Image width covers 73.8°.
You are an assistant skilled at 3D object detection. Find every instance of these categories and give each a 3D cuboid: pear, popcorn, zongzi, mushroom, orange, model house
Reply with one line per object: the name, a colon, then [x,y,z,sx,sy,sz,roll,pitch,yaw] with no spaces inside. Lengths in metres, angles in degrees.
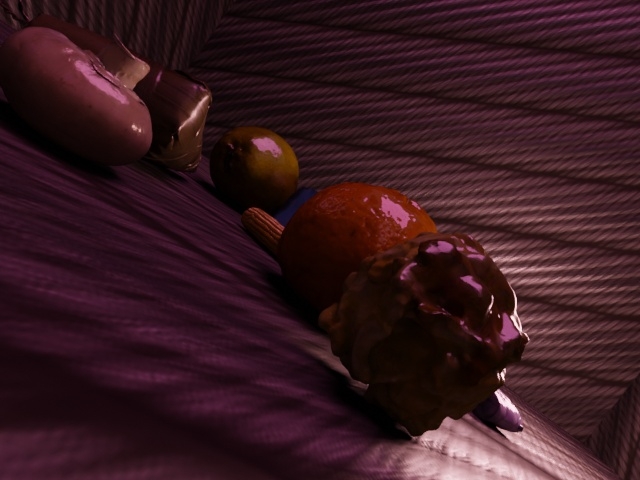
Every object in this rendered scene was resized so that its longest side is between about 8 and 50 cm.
pear: [-0.246,-0.265,1.637,0.352,0.352,0.413,37,-7,17]
popcorn: [0.143,0.125,0.600,0.293,0.293,0.237,36,-27,-20]
zongzi: [-0.550,-0.336,1.104,0.499,0.218,0.467,24,-20,-13]
mushroom: [-0.376,-0.241,0.704,0.246,0.202,0.246,47,0,0]
orange: [0.087,0.030,0.883,0.340,0.293,0.340,32,-3,2]
model house: [0.000,0.000,1.413,0.303,0.215,0.237,47,-5,-37]

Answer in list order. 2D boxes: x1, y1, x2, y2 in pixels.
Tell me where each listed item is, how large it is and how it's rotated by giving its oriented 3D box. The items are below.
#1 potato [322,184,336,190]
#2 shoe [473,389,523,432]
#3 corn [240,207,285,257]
potato: [0.116,-0.088,1.589,0.247,0.196,0.300,56,-25,36]
shoe: [0.440,0.416,1.150,0.137,0.095,0.245,40,5,-16]
corn: [-0.131,-0.012,1.190,0.248,0.081,0.081,38,3,37]
